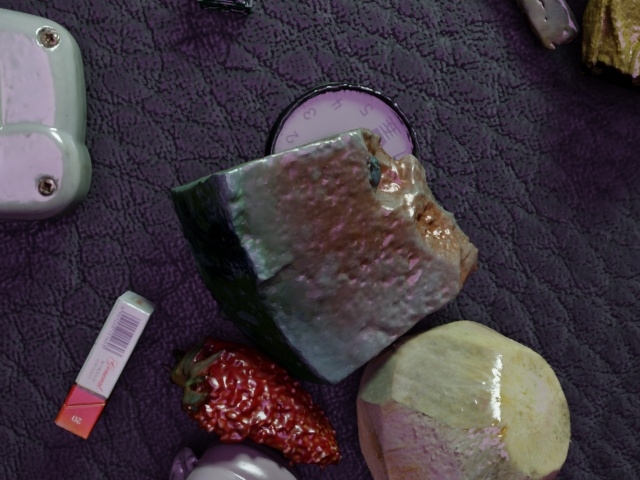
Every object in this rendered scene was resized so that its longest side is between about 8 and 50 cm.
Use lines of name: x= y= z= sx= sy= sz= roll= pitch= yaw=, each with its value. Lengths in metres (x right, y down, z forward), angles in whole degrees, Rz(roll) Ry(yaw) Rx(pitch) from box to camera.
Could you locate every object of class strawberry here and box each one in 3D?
strawberry: x=-0.062 y=0.165 z=1.191 sx=0.208 sy=0.167 sz=0.087 roll=20 pitch=106 yaw=-27

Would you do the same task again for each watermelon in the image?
watermelon: x=-0.006 y=0.008 z=1.140 sx=0.302 sy=0.151 sz=0.264 roll=-26 pitch=107 yaw=10

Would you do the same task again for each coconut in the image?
coconut: x=0.150 y=0.204 z=1.186 sx=0.197 sy=0.236 sz=0.237 roll=-24 pitch=96 yaw=-44

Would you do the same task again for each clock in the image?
clock: x=0.027 y=-0.090 z=1.232 sx=0.184 sy=0.040 sz=0.185 roll=0 pitch=93 yaw=-4

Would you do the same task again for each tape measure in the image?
tape measure: x=-0.385 y=-0.123 z=1.158 sx=0.258 sy=0.130 sz=0.265 roll=-3 pitch=93 yaw=-2

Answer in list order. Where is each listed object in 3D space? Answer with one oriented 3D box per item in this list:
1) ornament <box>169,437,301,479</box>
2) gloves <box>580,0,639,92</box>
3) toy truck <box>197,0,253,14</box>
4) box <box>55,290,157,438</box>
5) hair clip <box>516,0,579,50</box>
ornament: x=-0.106 y=0.299 z=1.176 sx=0.177 sy=0.177 sz=0.178 roll=0 pitch=93 yaw=-4
gloves: x=0.377 y=-0.333 z=1.175 sx=0.203 sy=0.155 sz=0.357 roll=3 pitch=90 yaw=-38
toy truck: x=-0.098 y=-0.332 z=1.192 sx=0.065 sy=0.079 sz=0.147 roll=6 pitch=93 yaw=-3
box: x=-0.236 y=0.135 z=1.194 sx=0.048 sy=0.100 sz=0.152 roll=25 pitch=91 yaw=-3
hair clip: x=0.199 y=-0.352 z=1.197 sx=0.173 sy=0.069 sz=0.300 roll=-24 pitch=111 yaw=29
